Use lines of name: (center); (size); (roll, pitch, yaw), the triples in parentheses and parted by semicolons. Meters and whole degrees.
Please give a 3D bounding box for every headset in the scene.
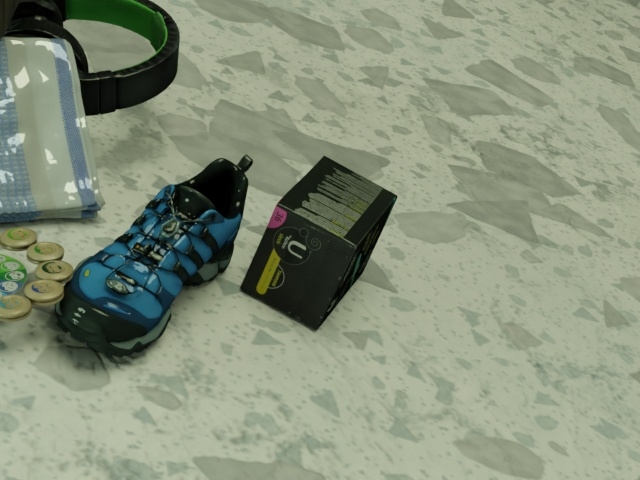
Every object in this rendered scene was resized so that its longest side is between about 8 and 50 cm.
headset: (-0.361, -0.247, 1.514); (0.394, 0.185, 0.243); (-11, 41, -22)

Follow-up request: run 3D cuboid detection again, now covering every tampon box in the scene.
tampon box: (0.000, 0.000, 1.433); (0.101, 0.120, 0.161); (29, 29, 8)

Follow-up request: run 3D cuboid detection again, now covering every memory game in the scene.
memory game: (-0.328, 0.030, 1.207); (0.186, 0.012, 0.186); (4, 30, -2)

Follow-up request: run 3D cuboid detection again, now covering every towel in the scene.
towel: (-0.369, -0.117, 1.330); (0.285, 0.034, 0.209); (-5, 80, -39)

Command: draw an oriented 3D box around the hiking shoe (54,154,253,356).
hiking shoe: (-0.168, 0.004, 1.292); (0.113, 0.132, 0.304); (27, 29, 7)

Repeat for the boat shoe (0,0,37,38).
boat shoe: (-0.375, -0.326, 1.411); (0.130, 0.132, 0.355); (15, 27, -2)
